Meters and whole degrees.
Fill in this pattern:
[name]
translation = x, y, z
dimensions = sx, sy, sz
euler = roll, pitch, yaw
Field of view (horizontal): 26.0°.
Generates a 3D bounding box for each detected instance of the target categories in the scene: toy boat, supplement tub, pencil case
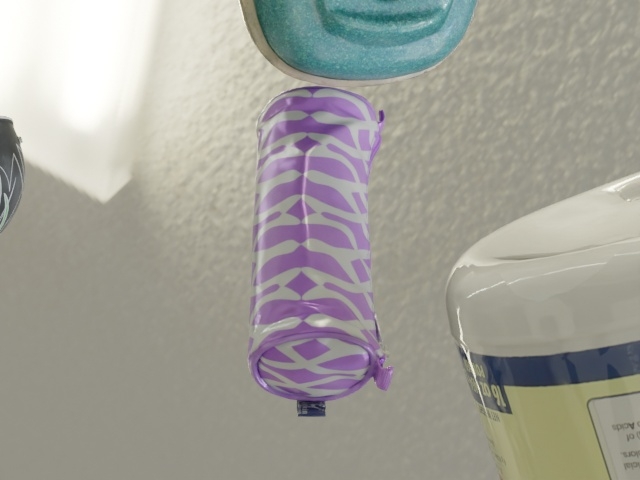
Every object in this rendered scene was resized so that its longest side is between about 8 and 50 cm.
[toy boat]
translation = 0.096, -0.235, 0.896
dimensions = 0.148, 0.318, 0.268
euler = -137, -138, -63
[supplement tub]
translation = 0.214, 0.129, 0.670
dimensions = 0.235, 0.235, 0.325
euler = -14, -82, 38
[pencil case]
translation = 0.000, 0.000, 0.868
dimensions = 0.088, 0.206, 0.086
euler = -1, -32, 0

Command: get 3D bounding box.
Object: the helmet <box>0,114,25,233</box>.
[helmet]
translation = -0.343, -0.058, 1.225
dimensions = 0.161, 0.169, 0.169
euler = 38, -44, 20
